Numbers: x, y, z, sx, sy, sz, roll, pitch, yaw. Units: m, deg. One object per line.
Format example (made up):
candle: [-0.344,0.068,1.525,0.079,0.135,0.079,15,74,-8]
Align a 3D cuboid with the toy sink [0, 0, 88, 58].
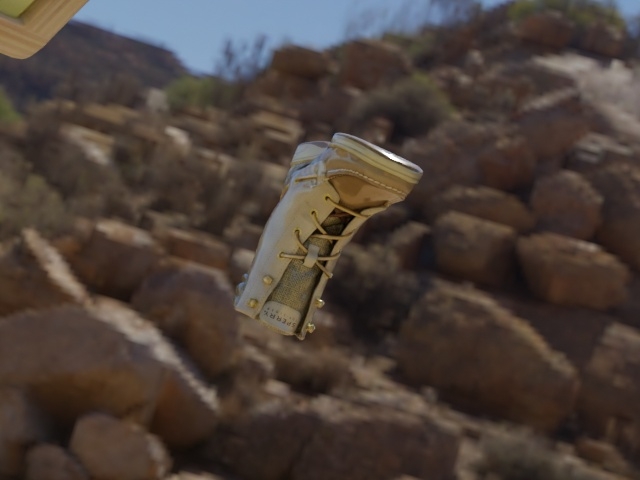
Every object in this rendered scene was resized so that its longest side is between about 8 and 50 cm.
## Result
toy sink: [-0.096,-0.193,0.582,0.153,0.234,0.131,19,37,-52]

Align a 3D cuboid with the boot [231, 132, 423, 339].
boot: [0.000,0.000,1.408,0.077,0.165,0.213,28,-9,-17]
